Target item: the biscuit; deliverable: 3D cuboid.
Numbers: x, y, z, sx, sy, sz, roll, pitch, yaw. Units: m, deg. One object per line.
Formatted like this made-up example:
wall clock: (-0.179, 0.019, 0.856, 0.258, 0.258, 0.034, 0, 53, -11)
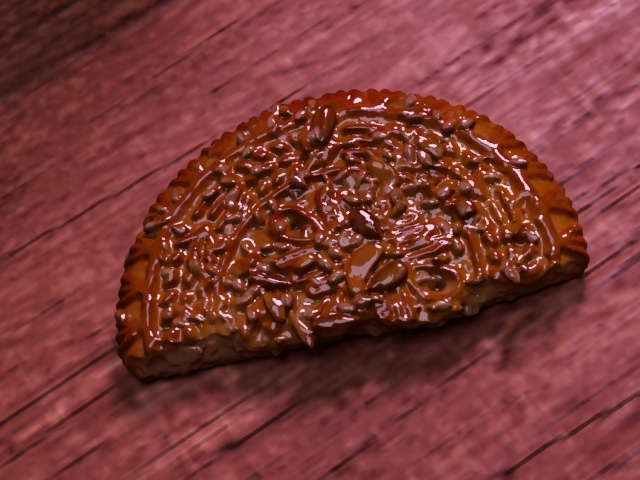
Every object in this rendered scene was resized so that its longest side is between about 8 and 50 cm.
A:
biscuit: (0.005, -0.011, 0.627, 0.206, 0.025, 0.126, -13, 62, 3)
